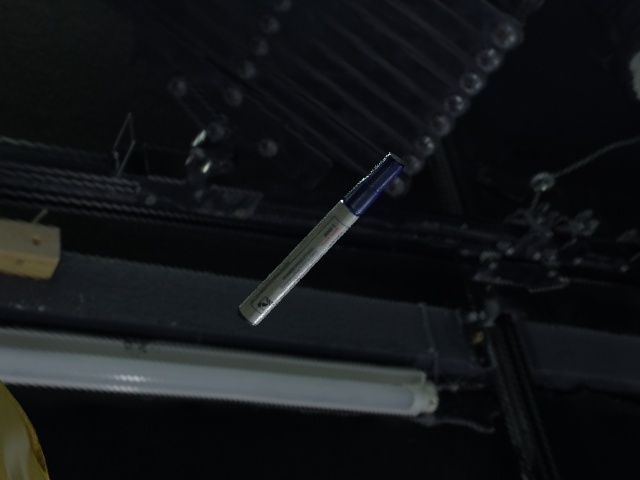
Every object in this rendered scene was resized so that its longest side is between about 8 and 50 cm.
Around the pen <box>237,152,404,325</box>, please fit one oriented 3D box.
[{"bbox_3d":[0.000,0.000,0.851,0.025,0.204,0.025,41,-167,-11],"label":"pen"}]

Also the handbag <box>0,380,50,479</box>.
[{"bbox_3d":[-0.201,0.173,0.465,0.133,0.401,0.283,-24,-120,-15],"label":"handbag"}]
